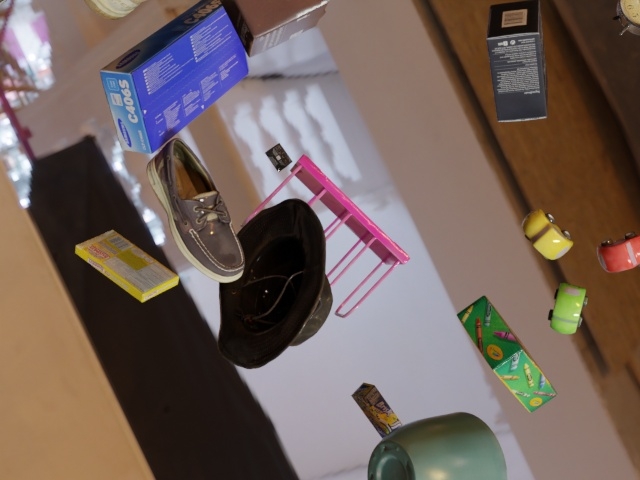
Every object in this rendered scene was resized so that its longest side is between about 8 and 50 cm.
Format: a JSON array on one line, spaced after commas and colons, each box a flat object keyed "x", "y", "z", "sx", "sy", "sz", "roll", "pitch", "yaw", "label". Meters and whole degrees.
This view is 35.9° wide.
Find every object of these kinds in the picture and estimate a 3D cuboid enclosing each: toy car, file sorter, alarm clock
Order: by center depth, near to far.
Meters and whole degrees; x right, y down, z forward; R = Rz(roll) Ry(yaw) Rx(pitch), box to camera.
[{"x": 0.467, "y": 0.073, "z": 1.801, "sx": 0.239, "sy": 0.225, "sz": 0.053, "roll": 14, "pitch": -162, "yaw": 15, "label": "toy car"}, {"x": 0.000, "y": 0.000, "z": 1.999, "sx": 0.182, "sy": 0.290, "sz": 0.202, "roll": -46, "pitch": -177, "yaw": -6, "label": "file sorter"}, {"x": 0.733, "y": -0.516, "z": 2.150, "sx": 0.192, "sy": 0.129, "sz": 0.064, "roll": -12, "pitch": 168, "yaw": 10, "label": "alarm clock"}]

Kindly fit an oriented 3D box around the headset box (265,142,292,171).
[{"x": -0.106, "y": -0.214, "z": 2.532, "sx": 0.032, "sy": 0.062, "sz": 0.083, "roll": -33, "pitch": -173, "yaw": 13, "label": "headset box"}]

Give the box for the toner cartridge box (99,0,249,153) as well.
[{"x": -0.266, "y": -0.320, "z": 1.872, "sx": 0.075, "sy": 0.165, "sz": 0.348, "roll": 10, "pitch": -142, "yaw": 28, "label": "toner cartridge box"}]

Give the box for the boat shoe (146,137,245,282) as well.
[{"x": -0.218, "y": -0.057, "z": 1.764, "sx": 0.103, "sy": 0.285, "sz": 0.092, "roll": -15, "pitch": 156, "yaw": -36, "label": "boat shoe"}]

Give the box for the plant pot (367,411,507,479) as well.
[{"x": 0.255, "y": 0.558, "z": 2.341, "sx": 0.235, "sy": 0.293, "sz": 0.293, "roll": 4, "pitch": 163, "yaw": -34, "label": "plant pot"}]

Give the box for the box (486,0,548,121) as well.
[{"x": 0.417, "y": -0.377, "z": 2.077, "sx": 0.108, "sy": 0.207, "sz": 0.153, "roll": -3, "pitch": -142, "yaw": 16, "label": "box"}]

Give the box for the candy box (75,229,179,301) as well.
[{"x": -0.405, "y": 0.051, "z": 2.064, "sx": 0.105, "sy": 0.206, "sz": 0.027, "roll": -30, "pitch": 144, "yaw": -45, "label": "candy box"}]

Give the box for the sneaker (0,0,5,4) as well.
[{"x": -0.452, "y": -0.393, "z": 1.444, "sx": 0.234, "sy": 0.084, "sz": 0.097, "roll": 7, "pitch": -146, "yaw": 43, "label": "sneaker"}]

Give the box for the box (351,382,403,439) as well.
[{"x": 0.157, "y": 0.463, "z": 2.650, "sx": 0.054, "sy": 0.169, "sz": 0.059, "roll": -42, "pitch": -160, "yaw": -23, "label": "box"}]

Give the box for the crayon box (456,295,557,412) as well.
[{"x": 0.417, "y": 0.256, "z": 2.194, "sx": 0.081, "sy": 0.165, "sz": 0.278, "roll": -36, "pitch": 141, "yaw": 7, "label": "crayon box"}]

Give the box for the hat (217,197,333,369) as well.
[{"x": -0.055, "y": 0.092, "z": 1.825, "sx": 0.134, "sy": 0.331, "sz": 0.331, "roll": 24, "pitch": 147, "yaw": -35, "label": "hat"}]

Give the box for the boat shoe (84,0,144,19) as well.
[{"x": -0.278, "y": -0.487, "z": 1.389, "sx": 0.110, "sy": 0.341, "sz": 0.121, "roll": -13, "pitch": 172, "yaw": 39, "label": "boat shoe"}]

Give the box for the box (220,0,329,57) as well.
[{"x": -0.136, "y": -0.492, "z": 1.524, "sx": 0.143, "sy": 0.381, "sz": 0.191, "roll": -29, "pitch": -176, "yaw": -5, "label": "box"}]
